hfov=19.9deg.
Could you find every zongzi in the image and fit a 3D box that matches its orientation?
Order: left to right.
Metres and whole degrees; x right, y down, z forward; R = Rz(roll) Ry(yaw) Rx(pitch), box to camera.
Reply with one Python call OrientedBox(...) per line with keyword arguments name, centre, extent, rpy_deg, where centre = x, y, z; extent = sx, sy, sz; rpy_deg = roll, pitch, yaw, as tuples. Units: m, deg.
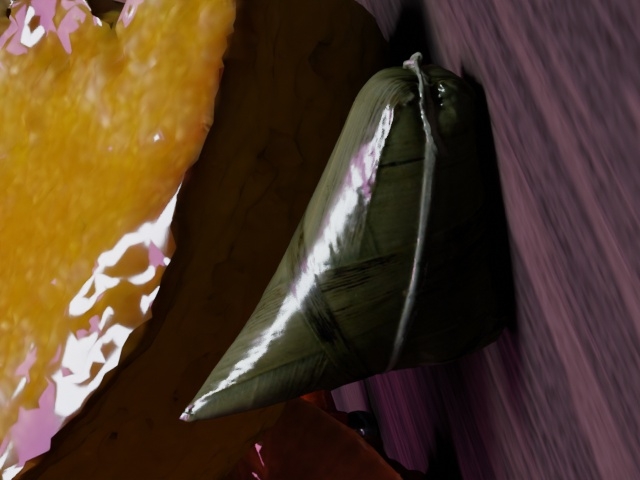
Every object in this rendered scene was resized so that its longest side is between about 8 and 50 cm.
OrientedBox(name="zongzi", centre=(0.000, 0.000, 0.585), extent=(0.052, 0.113, 0.104), rpy_deg=(-127, 24, -64))

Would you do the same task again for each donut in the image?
OrientedBox(name="donut", centre=(-0.166, -0.035, 0.802), extent=(0.163, 0.377, 0.435), rpy_deg=(25, -156, -49))

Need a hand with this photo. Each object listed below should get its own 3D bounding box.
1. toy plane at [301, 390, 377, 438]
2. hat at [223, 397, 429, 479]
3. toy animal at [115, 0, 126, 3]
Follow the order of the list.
OrientedBox(name="toy plane", centre=(-0.001, 0.093, 1.128), extent=(0.077, 0.126, 0.194), rpy_deg=(0, 65, 54))
OrientedBox(name="hat", centre=(-0.022, 0.188, 0.915), extent=(0.233, 0.244, 0.234), rpy_deg=(20, -116, -80))
OrientedBox(name="toy animal", centre=(-0.133, -0.234, 1.308), extent=(0.198, 0.171, 0.171), rpy_deg=(-96, -2, -54))
